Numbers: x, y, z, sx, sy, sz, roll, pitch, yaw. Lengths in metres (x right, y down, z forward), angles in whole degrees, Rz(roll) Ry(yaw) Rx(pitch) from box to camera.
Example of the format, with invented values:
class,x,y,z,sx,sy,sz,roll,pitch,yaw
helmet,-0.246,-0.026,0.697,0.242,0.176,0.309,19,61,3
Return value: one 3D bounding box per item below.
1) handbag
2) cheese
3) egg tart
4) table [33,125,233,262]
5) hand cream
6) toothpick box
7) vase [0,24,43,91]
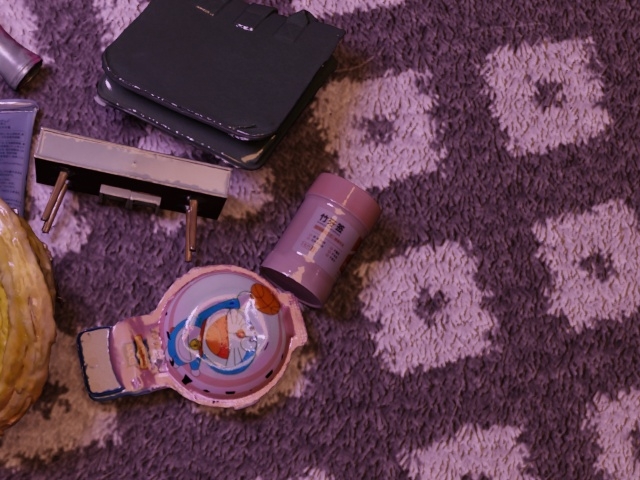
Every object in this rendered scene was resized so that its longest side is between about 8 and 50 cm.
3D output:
class,x,y,z,sx,sy,sz,roll,pitch,yaw
handbag,-0.127,-0.229,1.755,0.247,0.079,0.260,26,51,9
cheese,-0.159,0.128,1.718,0.286,0.074,0.189,-11,78,-11
egg tart,-0.431,0.063,1.612,0.345,0.132,0.345,6,106,23
table,-0.242,-0.050,1.718,0.240,0.121,0.111,12,76,-7
hand cream,-0.402,-0.059,1.728,0.088,0.055,0.256,-2,76,-2
toothpick box,0.000,0.000,1.761,0.098,0.098,0.149,33,75,-2
vase,-0.453,-0.282,1.757,0.214,0.086,0.086,42,74,-3
